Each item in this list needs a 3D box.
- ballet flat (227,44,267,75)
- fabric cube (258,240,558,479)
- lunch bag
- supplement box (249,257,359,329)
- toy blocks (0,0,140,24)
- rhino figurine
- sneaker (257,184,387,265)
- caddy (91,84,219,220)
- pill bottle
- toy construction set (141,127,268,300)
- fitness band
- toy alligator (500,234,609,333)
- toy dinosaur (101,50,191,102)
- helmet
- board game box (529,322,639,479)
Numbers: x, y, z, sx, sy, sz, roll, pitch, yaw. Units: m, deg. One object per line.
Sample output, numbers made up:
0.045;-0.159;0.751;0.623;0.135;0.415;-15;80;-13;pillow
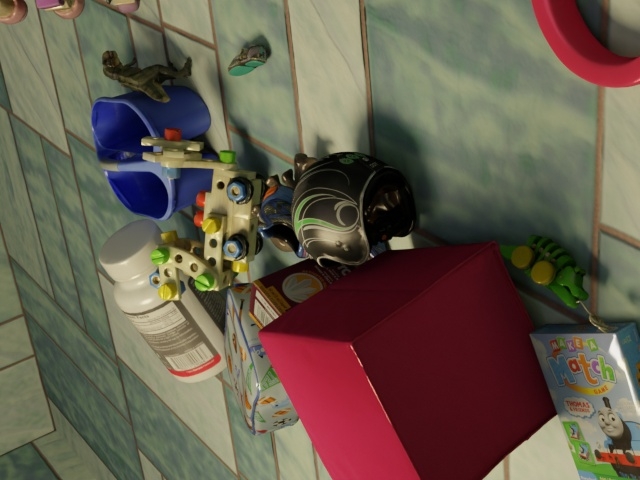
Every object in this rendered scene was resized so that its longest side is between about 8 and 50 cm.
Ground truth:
-0.117;-0.297;1.771;0.114;0.041;0.041;-8;104;61;ballet flat
0.121;0.169;1.439;0.258;0.259;0.254;-7;112;61;fabric cube
-0.107;0.210;1.994;0.303;0.114;0.243;106;150;-61;lunch bag
-0.005;0.089;1.692;0.104;0.188;0.081;47;146;32;supplement box
-0.490;-0.565;2.081;0.260;0.308;0.289;-76;-20;-82;toy blocks
-0.036;-0.064;1.758;0.106;0.073;0.243;50;147;12;rhino figurine
0.000;0.000;1.667;0.221;0.087;0.083;23;144;10;sneaker
-0.334;-0.168;2.090;0.341;0.179;0.241;13;121;57;caddy
-0.297;0.117;2.142;0.176;0.176;0.319;24;151;52;pill bottle
-0.212;-0.044;1.910;0.215;0.151;0.328;11;118;22;toy construction set
0.282;-0.294;1.055;0.209;0.054;0.291;25;130;56;fitness band
0.288;0.040;1.290;0.051;0.056;0.189;-56;44;8;toy alligator
-0.305;-0.301;2.002;0.268;0.118;0.064;31;136;47;toy dinosaur
0.036;-0.043;1.554;0.161;0.169;0.169;4;115;42;helmet
0.349;0.204;1.320;0.160;0.039;0.212;-10;100;62;board game box
